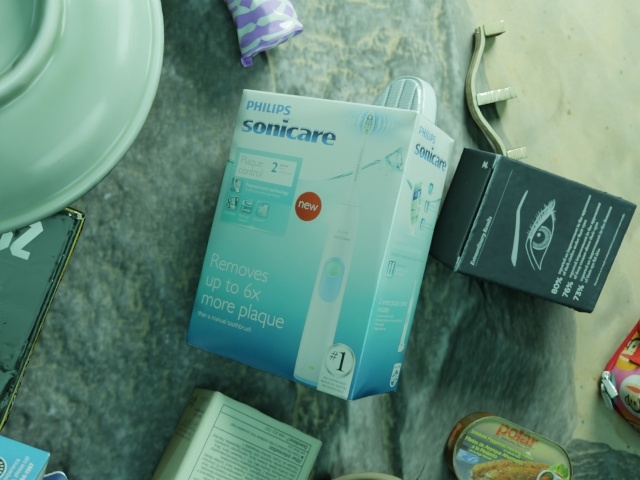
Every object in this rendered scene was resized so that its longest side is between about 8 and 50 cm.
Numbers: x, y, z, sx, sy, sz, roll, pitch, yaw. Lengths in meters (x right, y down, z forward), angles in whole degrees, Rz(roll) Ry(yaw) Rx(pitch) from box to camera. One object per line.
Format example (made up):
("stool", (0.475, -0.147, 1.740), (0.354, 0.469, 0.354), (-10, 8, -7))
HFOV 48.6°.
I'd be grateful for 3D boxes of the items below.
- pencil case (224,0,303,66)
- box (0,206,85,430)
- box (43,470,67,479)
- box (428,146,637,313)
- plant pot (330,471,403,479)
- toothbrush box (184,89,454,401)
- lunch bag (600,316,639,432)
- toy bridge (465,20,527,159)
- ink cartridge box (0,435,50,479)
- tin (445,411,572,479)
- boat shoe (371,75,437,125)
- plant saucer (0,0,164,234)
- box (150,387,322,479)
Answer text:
("pencil case", (-0.096, -0.314, 0.817), (0.088, 0.086, 0.206), (-22, 98, 22))
("box", (-0.449, 0.033, 0.751), (0.322, 0.079, 0.257), (22, 86, -15))
("box", (-0.324, 0.386, 0.810), (0.136, 0.036, 0.225), (-16, 89, -7))
("box", (0.264, -0.015, 0.904), (0.207, 0.108, 0.153), (18, 98, -15))
("plant pot", (0.076, 0.449, 0.847), (0.263, 0.263, 0.229), (-43, 120, -8))
("toothbrush box", (0.000, 0.000, 0.786), (0.216, 0.126, 0.295), (14, 90, 28))
("lunch bag", (0.542, 0.159, 0.992), (0.258, 0.120, 0.293), (40, 84, -13))
("toy bridge", (0.227, -0.189, 0.936), (0.063, 0.026, 0.188), (-13, 97, -11))
("ink cartridge box", (-0.436, 0.281, 0.654), (0.270, 0.198, 0.197), (22, 118, -4))
("tin", (0.258, 0.303, 0.972), (0.189, 0.040, 0.106), (27, 91, -15))
("boat shoe", (0.087, -0.049, 0.883), (0.094, 0.109, 0.302), (15, 93, -42))
("plant saucer", (-0.333, -0.199, 0.601), (0.400, 0.100, 0.400), (0, 89, -18))
("box", (-0.136, 0.337, 0.791), (0.148, 0.121, 0.311), (31, 71, -15))
